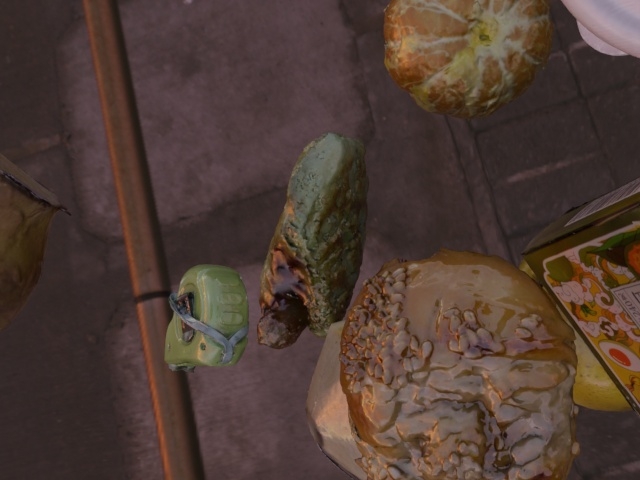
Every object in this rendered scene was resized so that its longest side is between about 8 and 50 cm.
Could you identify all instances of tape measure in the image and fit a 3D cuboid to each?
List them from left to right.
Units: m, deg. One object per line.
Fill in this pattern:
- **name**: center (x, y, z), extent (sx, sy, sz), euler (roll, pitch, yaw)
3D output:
- **tape measure**: center (-0.183, 0.126, 1.263), extent (0.106, 0.200, 0.175), euler (6, 81, -29)

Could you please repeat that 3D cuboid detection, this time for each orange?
- **orange**: center (0.276, -0.398, 1.511), extent (0.329, 0.249, 0.329), euler (-2, 98, -14)

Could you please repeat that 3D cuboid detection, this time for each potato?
- **potato**: center (-0.434, -0.015, 0.823), extent (0.288, 0.301, 0.237), euler (40, 83, -5)

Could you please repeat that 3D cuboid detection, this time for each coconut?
- **coconut**: center (0.126, 0.256, 1.290), extent (0.322, 0.323, 0.323), euler (-3, 77, 14)

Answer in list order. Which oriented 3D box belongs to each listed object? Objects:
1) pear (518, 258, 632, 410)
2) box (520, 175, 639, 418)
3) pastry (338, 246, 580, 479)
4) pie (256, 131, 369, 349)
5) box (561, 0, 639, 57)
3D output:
- **pear**: center (0.574, 0.162, 1.605), extent (0.418, 0.362, 0.362), euler (33, 87, -20)
- **box**: center (0.507, 0.103, 1.030), extent (0.138, 0.373, 0.420), euler (-34, 88, -21)
- **pastry**: center (0.134, 0.168, 0.809), extent (0.255, 0.162, 0.311), euler (0, 109, 31)
- **pie**: center (0.007, -0.025, 1.550), extent (0.180, 0.395, 0.418), euler (15, 109, 6)
- **box**: center (0.225, -0.209, 0.482), extent (0.262, 0.206, 0.291), euler (37, 133, 5)
